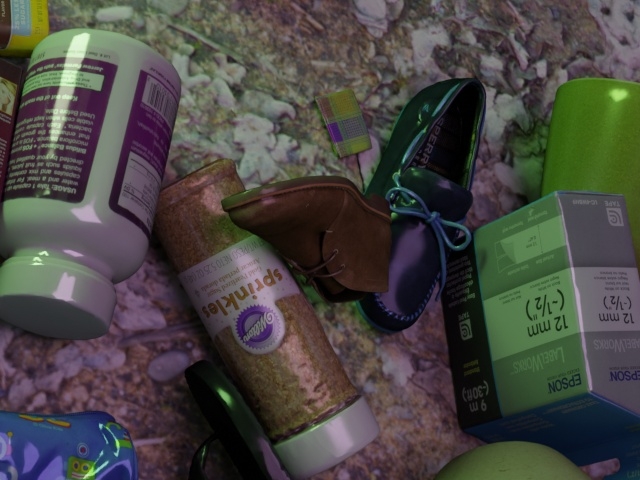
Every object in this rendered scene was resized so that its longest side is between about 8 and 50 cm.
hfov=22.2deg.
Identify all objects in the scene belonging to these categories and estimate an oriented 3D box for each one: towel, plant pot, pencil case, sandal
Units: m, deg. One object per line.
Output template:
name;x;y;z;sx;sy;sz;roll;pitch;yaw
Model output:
towel;0.029;-0.146;2.011;0.060;0.009;0.083;-19;86;-35
plant pot;0.386;-0.015;2.062;0.275;0.275;0.293;23;80;-23
pencil case;-0.328;0.219;1.607;0.306;0.119;0.133;11;92;-30
sandal;-0.054;0.339;1.721;0.107;0.167;0.446;-25;88;-17

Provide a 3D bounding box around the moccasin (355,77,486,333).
moccasin;0.119;-0.058;1.972;0.137;0.117;0.342;22;64;-24

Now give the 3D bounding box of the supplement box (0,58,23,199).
supplement box;-0.381;-0.109;1.676;0.104;0.081;0.188;27;50;-33

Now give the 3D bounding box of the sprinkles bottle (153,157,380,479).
sprinkles bottle;-0.067;0.088;1.810;0.121;0.121;0.355;-29;90;-35

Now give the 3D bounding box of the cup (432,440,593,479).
cup;0.218;0.366;1.810;0.331;0.331;0.237;20;40;-25

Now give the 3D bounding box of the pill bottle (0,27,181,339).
pill bottle;-0.253;-0.056;1.714;0.169;0.169;0.301;21;64;-24

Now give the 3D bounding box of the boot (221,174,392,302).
boot;0.000;0.000;1.773;0.305;0.112;0.115;15;65;-60

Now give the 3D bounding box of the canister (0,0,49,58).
canister;-0.385;-0.262;1.758;0.170;0.073;0.126;1;74;-33

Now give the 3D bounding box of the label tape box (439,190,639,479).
label tape box;0.267;0.141;1.919;0.115;0.249;0.348;3;73;-31
